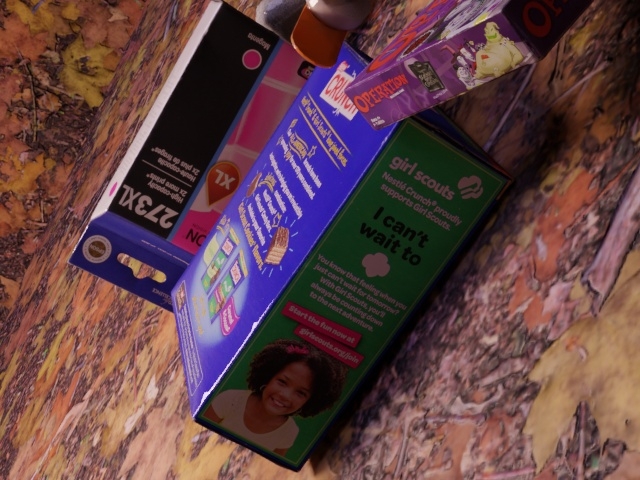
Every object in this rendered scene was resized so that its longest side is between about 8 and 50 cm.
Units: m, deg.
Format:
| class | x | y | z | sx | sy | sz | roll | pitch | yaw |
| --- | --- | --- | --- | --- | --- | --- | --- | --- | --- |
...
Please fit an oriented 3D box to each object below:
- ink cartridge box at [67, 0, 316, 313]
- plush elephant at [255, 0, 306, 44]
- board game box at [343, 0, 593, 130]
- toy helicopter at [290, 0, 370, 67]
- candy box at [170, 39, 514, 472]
| class | x | y | z | sx | sy | sz | roll | pitch | yaw |
| --- | --- | --- | --- | --- | --- | --- | --- | --- | --- |
| ink cartridge box | -0.143 | -0.090 | 1.437 | 0.371 | 0.176 | 0.069 | -60 | 21 | 5 |
| plush elephant | 0.014 | -0.454 | 1.431 | 0.330 | 0.272 | 0.255 | -23 | 48 | 14 |
| board game box | 0.182 | -0.225 | 0.872 | 0.347 | 0.056 | 0.208 | -47 | 10 | -25 |
| toy helicopter | 0.079 | -0.266 | 1.085 | 0.235 | 0.140 | 0.355 | -47 | -9 | 16 |
| candy box | 0.000 | 0.000 | 1.067 | 0.317 | 0.122 | 0.268 | -57 | 21 | 14 |
